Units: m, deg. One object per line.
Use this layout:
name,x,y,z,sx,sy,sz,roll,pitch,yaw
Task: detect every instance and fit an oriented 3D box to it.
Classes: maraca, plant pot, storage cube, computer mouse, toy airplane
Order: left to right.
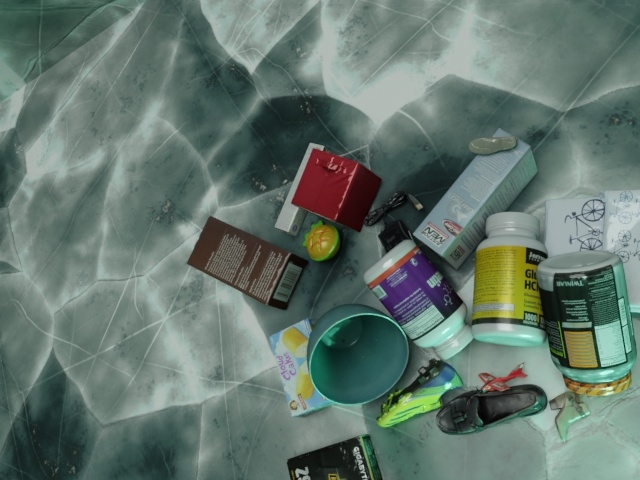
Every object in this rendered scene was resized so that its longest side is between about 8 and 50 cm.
maraca,0.000,0.000,1.866,0.127,0.099,0.185,-52,34,2
storage cube,0.051,-0.159,1.821,0.183,0.215,0.193,23,92,30
plant pot,0.086,0.299,1.655,0.290,0.290,0.195,-49,24,6
computer mouse,0.261,-0.031,1.764,0.184,0.060,0.262,-42,49,15
toy airplane,0.481,0.368,1.508,0.151,0.151,0.028,-25,96,18

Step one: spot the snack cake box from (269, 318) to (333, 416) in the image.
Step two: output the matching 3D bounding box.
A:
snack cake box,-0.046,0.396,1.771,0.152,0.089,0.264,-28,64,16

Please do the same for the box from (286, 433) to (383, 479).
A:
box,0.062,0.749,1.619,0.257,0.079,0.322,-25,65,20

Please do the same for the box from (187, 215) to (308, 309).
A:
box,-0.253,0.075,1.946,0.381,0.143,0.191,24,87,29

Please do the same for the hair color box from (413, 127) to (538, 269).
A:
hair color box,0.445,-0.109,1.618,0.113,0.185,0.374,41,95,31

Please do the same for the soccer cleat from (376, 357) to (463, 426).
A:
soccer cleat,0.271,0.448,1.583,0.121,0.093,0.289,40,115,-6

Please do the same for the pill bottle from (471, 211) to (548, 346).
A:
pill bottle,0.507,0.103,1.519,0.187,0.188,0.334,-1,72,27

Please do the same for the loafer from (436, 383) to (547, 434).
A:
loafer,0.441,0.442,1.507,0.302,0.095,0.109,-22,66,20

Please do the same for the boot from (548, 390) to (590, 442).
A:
boot,0.636,0.444,1.442,0.087,0.042,0.119,-16,75,14

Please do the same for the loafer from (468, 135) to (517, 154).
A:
loafer,0.465,-0.258,1.529,0.125,0.039,0.045,-2,105,32

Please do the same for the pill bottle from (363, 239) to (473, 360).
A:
pill bottle,0.280,0.167,1.588,0.181,0.181,0.323,-40,85,11

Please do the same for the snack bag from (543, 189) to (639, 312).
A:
snack bag,0.738,0.021,1.481,0.342,0.037,0.323,0,74,39

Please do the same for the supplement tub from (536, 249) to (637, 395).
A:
supplement tub,0.643,0.196,1.372,0.193,0.193,0.316,-9,100,24

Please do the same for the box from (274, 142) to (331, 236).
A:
box,-0.059,-0.176,1.964,0.067,0.063,0.324,19,84,31
